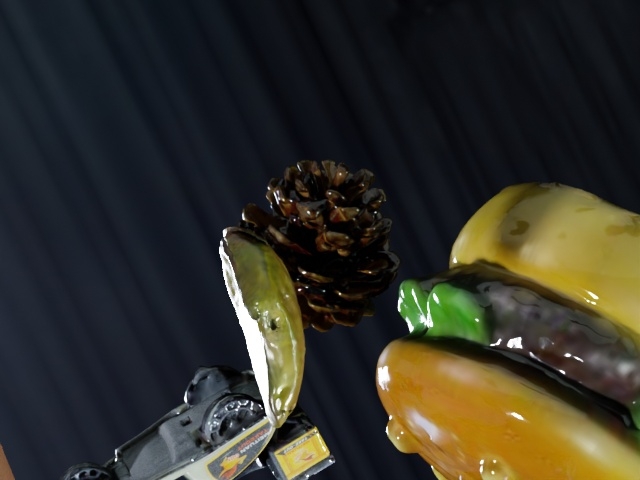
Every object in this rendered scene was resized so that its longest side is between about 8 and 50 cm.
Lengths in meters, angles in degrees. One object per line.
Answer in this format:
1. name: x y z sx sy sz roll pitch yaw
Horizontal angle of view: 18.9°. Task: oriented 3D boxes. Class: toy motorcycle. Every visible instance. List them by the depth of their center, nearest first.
1. toy motorcycle: -0.131 0.227 1.892 0.263 0.157 0.091 -32 -146 -7

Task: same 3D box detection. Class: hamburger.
1. hamburger: 0.244 0.149 1.825 0.277 0.396 0.396 -57 -165 -14

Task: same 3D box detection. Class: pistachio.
1. pistachio: -0.039 0.064 1.558 0.049 0.173 0.089 -15 165 -9

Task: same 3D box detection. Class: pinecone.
1. pinecone: 0.000 0.000 1.794 0.173 0.173 0.173 -25 -174 3

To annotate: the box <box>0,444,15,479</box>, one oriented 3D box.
1. box: -0.320 0.116 0.907 0.229 0.339 0.239 -9 -160 26
